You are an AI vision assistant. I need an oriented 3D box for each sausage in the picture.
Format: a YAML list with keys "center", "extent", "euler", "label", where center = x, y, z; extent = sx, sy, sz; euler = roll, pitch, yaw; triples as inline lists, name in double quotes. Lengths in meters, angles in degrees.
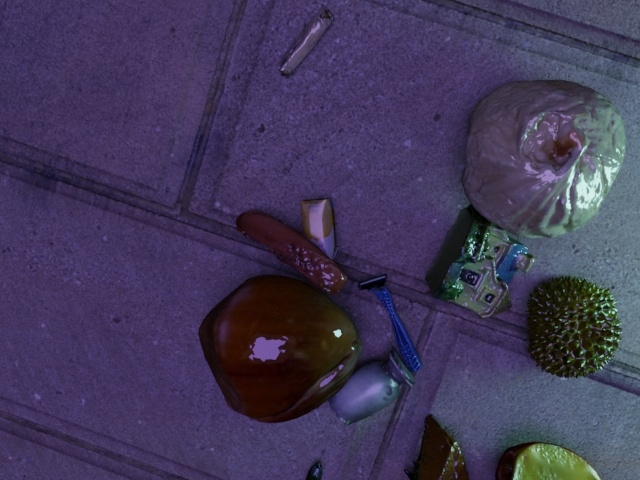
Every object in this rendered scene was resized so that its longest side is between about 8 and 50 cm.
- center: [-0.075, 0.014, 1.485]
  extent: [0.327, 0.079, 0.087]
  euler: [35, 133, 25]
  label: "sausage"

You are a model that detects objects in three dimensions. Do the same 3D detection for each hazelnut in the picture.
- center: [-0.089, 0.236, 1.449]
  extent: [0.372, 0.372, 0.315]
  euler: [-7, 57, 7]
  label: "hazelnut"

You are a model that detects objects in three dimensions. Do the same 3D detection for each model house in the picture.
- center: [0.369, 0.057, 1.442]
  extent: [0.189, 0.195, 0.214]
  euler: [27, 99, -5]
  label: "model house"

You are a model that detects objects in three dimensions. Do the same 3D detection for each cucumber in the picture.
- center: [-0.024, 0.623, 1.628]
  extent: [0.039, 0.039, 0.168]
  euler: [15, 101, 5]
  label: "cucumber"

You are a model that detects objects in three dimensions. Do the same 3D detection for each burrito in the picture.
- center: [-0.036, -0.460, 1.493]
  extent: [0.185, 0.041, 0.045]
  euler: [-48, 131, 9]
  label: "burrito"

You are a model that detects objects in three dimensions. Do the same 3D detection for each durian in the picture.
- center: [0.567, 0.196, 1.444]
  extent: [0.200, 0.176, 0.237]
  euler: [10, 87, -15]
  label: "durian"

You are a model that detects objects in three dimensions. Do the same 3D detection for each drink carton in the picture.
- center: [0.000, 0.000, 1.528]
  extent: [0.084, 0.074, 0.200]
  euler: [-3, 98, 8]
  label: "drink carton"

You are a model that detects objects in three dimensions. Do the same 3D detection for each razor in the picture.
- center: [0.181, 0.200, 1.549]
  extent: [0.082, 0.042, 0.253]
  euler: [-23, 96, 30]
  label: "razor"

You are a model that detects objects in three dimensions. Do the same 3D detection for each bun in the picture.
- center: [0.471, -0.187, 1.348]
  extent: [0.352, 0.227, 0.349]
  euler: [-16, 80, -5]
  label: "bun"

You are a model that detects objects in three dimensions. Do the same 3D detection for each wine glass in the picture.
- center: [0.120, 0.353, 1.540]
  extent: [0.204, 0.111, 0.111]
  euler: [-36, 92, 5]
  label: "wine glass"

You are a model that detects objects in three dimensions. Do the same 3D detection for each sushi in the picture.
- center: [0.274, 0.580, 1.544]
  extent: [0.149, 0.140, 0.287]
  euler: [-20, 96, -28]
  label: "sushi"

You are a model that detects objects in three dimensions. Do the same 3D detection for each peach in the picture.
- center: [0.540, 0.553, 1.493]
  extent: [0.267, 0.159, 0.154]
  euler: [10, 67, -1]
  label: "peach"
